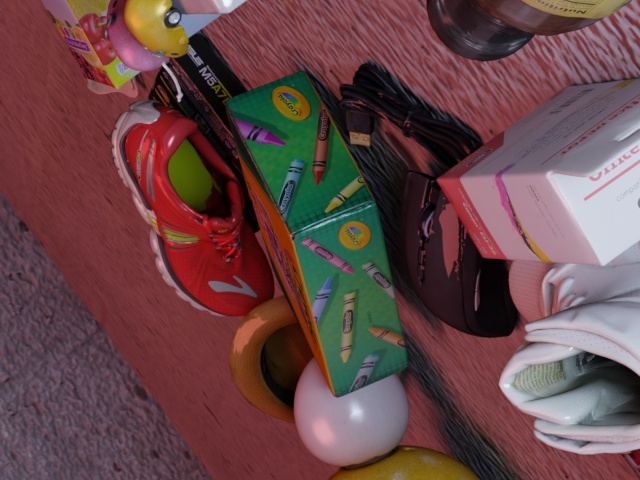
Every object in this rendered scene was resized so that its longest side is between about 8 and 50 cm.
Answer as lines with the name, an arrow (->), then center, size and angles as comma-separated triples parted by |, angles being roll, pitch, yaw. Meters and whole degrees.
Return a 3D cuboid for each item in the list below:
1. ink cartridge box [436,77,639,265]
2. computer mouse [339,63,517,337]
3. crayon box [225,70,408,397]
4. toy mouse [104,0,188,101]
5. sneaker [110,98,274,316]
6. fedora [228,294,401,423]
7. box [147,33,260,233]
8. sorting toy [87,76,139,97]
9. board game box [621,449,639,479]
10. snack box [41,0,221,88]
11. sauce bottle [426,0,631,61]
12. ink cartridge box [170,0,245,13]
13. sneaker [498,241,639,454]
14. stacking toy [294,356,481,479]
ink cartridge box -> 0.167, -0.042, 1.063 | 0.067, 0.115, 0.198 | 58, 164, -12
computer mouse -> 0.075, -0.022, 1.468 | 0.184, 0.060, 0.262 | 42, 160, 35
crayon box -> 0.000, 0.000, 1.620 | 0.278, 0.081, 0.165 | 76, 169, -54
toy mouse -> -0.140, -0.163, 1.215 | 0.143, 0.031, 0.161 | 41, 161, 37
sneaker -> -0.116, -0.018, 1.807 | 0.118, 0.107, 0.279 | 18, 147, 48
fedora -> -0.004, 0.111, 1.877 | 0.079, 0.194, 0.194 | -86, -22, -50
box -> -0.097, -0.106, 1.822 | 0.191, 0.045, 0.184 | 52, 167, 2
sorting toy -> -0.239, -0.198, 2.046 | 0.075, 0.045, 0.083 | 37, 157, 28
board game box -> 0.289, 0.158, 1.235 | 0.194, 0.060, 0.194 | 54, 163, 1
snack box -> -0.158, -0.258, 1.437 | 0.070, 0.174, 0.207 | 23, 145, 55
sauce bottle -> 0.132, -0.171, 0.911 | 0.111, 0.111, 0.344 | 54, 166, -1
ink cartridge box -> -0.085, -0.288, 1.169 | 0.233, 0.171, 0.168 | 59, 164, -20
sneaker -> 0.167, 0.052, 1.123 | 0.292, 0.169, 0.108 | 15, 116, 61
stacking toy -> 0.100, 0.330, 1.809 | 0.350, 0.350, 0.480 | -1, 108, 71
